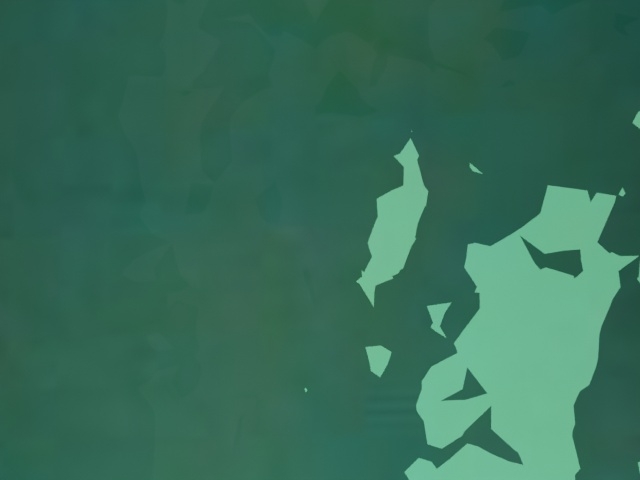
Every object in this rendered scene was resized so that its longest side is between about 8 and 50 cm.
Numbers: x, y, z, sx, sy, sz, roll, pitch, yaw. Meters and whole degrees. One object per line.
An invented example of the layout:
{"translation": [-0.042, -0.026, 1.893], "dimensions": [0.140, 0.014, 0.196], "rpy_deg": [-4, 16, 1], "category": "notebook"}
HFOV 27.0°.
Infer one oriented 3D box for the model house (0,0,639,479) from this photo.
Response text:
{"translation": [0.000, 0.000, 0.583], "dimensions": [0.297, 0.339, 0.360], "rpy_deg": [-3, 83, 11], "category": "model house"}
